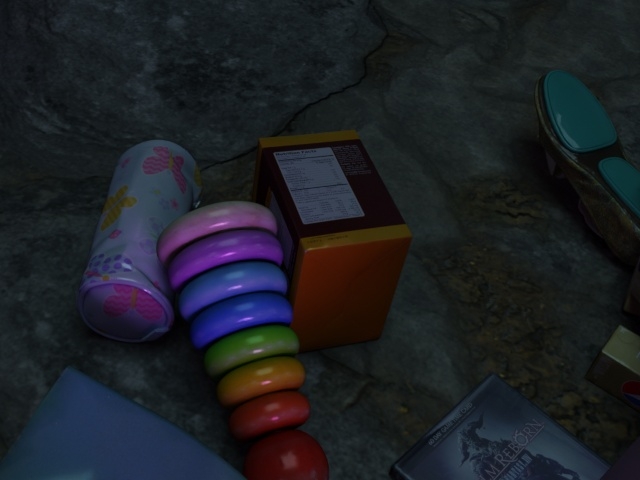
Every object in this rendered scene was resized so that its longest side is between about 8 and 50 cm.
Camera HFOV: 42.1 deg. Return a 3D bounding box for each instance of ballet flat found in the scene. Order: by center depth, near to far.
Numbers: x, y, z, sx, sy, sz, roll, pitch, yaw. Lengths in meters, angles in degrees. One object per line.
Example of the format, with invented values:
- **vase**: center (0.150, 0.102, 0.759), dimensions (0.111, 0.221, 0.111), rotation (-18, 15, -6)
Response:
- **ballet flat**: center (0.411, -0.106, 1.260), dimensions (0.123, 0.123, 0.348), rotation (-12, 57, -22)

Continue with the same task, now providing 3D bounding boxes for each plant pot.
- **plant pot**: center (-0.171, 0.264, 0.760), dimensions (0.234, 0.165, 0.165), rotation (23, 46, 1)

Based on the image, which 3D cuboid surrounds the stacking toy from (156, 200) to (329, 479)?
- **stacking toy**: center (-0.074, 0.129, 0.890), dimensions (0.141, 0.141, 0.330), rotation (-10, 68, -20)

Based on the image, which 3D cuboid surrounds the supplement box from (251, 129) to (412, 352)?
- **supplement box**: center (0.000, 0.000, 1.025), dimensions (0.129, 0.191, 0.194), rotation (-8, 48, -18)

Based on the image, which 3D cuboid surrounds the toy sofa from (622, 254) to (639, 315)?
- **toy sofa**: center (0.482, 0.066, 0.960), dimensions (0.150, 0.177, 0.362), rotation (15, 14, 4)

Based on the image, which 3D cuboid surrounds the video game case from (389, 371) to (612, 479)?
- **video game case**: center (0.239, 0.286, 0.909), dimensions (0.274, 0.026, 0.196), rotation (39, 51, 24)

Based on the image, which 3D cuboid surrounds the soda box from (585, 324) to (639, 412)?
- **soda box**: center (0.426, 0.185, 1.021), dimensions (0.181, 0.058, 0.061), rotation (34, 49, 20)

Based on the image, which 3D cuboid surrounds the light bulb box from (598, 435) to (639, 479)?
- **light bulb box**: center (0.380, 0.259, 0.525), dimensions (0.361, 0.358, 0.225), rotation (17, 53, 7)

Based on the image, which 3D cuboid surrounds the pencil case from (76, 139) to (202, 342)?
- **pencil case**: center (-0.221, -0.004, 1.044), dimensions (0.113, 0.124, 0.273), rotation (-22, 39, 23)
